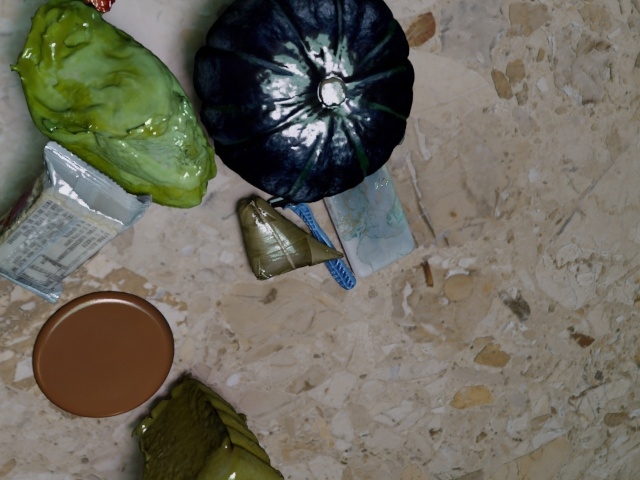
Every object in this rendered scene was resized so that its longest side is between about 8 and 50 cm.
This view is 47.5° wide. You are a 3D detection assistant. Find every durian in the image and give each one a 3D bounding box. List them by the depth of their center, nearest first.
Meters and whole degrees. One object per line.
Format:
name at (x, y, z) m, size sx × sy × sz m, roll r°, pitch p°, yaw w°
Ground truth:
durian at (-0.294, -0.178, 1.102) m, size 0.204 × 0.255 × 0.340 m, roll -47°, pitch 150°, yaw -15°

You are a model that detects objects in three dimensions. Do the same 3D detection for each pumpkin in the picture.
pumpkin at (-0.028, -0.245, 1.183) m, size 0.363 × 0.266 × 0.364 m, roll -6°, pitch 110°, yaw -17°

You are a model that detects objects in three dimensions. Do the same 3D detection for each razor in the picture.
razor at (0.000, 0.000, 1.400) m, size 0.081 × 0.042 × 0.253 m, roll -17°, pitch 123°, yaw 29°

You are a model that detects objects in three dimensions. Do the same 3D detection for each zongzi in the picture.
zongzi at (-0.055, -0.018, 1.337) m, size 0.176 × 0.078 × 0.160 m, roll -13°, pitch 115°, yaw -4°

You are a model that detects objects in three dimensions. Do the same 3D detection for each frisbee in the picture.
frisbee at (-0.387, 0.211, 1.315) m, size 0.250 × 0.021 × 0.251 m, roll -7°, pitch 110°, yaw -20°

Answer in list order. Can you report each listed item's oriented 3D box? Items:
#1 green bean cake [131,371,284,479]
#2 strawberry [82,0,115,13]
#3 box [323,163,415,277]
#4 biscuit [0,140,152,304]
green bean cake at (-0.225, 0.439, 1.305) m, size 0.285 × 0.310 × 0.202 m, roll -47°, pitch 126°, yaw 1°
strawberry at (-0.348, -0.461, 1.068) m, size 0.174 × 0.098 × 0.228 m, roll -34°, pitch 120°, yaw -8°
box at (0.083, -0.072, 1.413) m, size 0.142 × 0.044 × 0.285 m, roll -27°, pitch 115°, yaw -9°
biscuit at (-0.420, -0.016, 1.125) m, size 0.186 × 0.079 × 0.309 m, roll 33°, pitch 131°, yaw -29°
